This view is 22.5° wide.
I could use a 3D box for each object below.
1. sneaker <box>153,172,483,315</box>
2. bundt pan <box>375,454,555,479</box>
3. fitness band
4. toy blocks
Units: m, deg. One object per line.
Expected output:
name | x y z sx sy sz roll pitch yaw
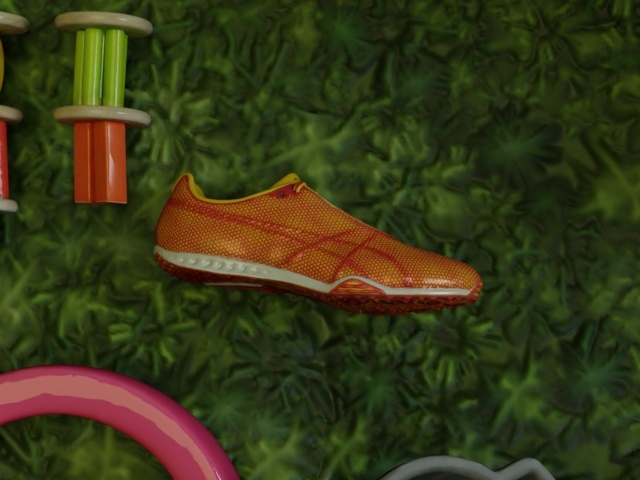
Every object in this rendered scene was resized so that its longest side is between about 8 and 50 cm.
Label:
sneaker | 0.000 0.000 0.837 0.175 0.064 0.067 12 79 5
bundt pan | 0.049 0.268 0.726 0.331 0.124 0.331 12 68 -33
fitness band | -0.168 0.196 0.854 0.209 0.054 0.291 45 95 6
toy blocks | -0.152 -0.046 0.860 0.123 0.054 0.148 3 88 8
